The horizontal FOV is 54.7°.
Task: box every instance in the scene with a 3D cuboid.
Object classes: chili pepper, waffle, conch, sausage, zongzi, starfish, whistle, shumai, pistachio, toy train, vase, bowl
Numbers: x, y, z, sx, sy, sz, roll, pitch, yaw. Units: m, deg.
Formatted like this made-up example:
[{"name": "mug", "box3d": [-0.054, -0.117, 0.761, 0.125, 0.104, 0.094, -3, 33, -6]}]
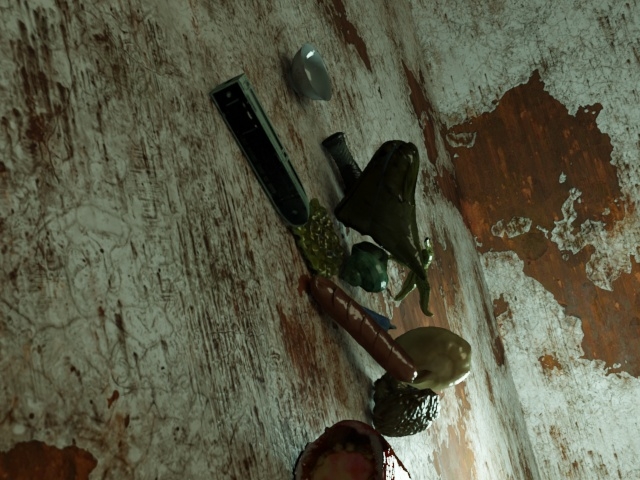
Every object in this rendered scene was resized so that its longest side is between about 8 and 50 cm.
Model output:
[{"name": "chili pepper", "box3d": [0.086, 0.563, 1.405, 0.305, 0.230, 0.251, 56, 25, -53]}, {"name": "waffle", "box3d": [0.003, -0.001, 1.736, 0.223, 0.054, 0.204, 64, 26, -15]}, {"name": "conch", "box3d": [0.139, 0.083, 1.889, 0.175, 0.122, 0.188, 57, 20, 14]}, {"name": "sausage", "box3d": [0.116, 0.240, 1.695, 0.433, 0.088, 0.087, 47, 32, -16]}, {"name": "zongzi", "box3d": [0.258, -0.096, 1.863, 0.360, 0.322, 0.160, 43, 30, 17]}, {"name": "starfish", "box3d": [0.303, 0.072, 2.057, 0.358, 0.078, 0.346, -135, -145, -66]}, {"name": "whistle", "box3d": [0.146, 0.240, 1.871, 0.304, 0.062, 0.062, 30, 48, -55]}, {"name": "shumai", "box3d": [0.233, 0.463, 1.796, 0.175, 0.206, 0.166, -118, -150, -53]}, {"name": "pistachio", "box3d": [0.330, 0.359, 1.916, 0.214, 0.318, 0.193, -25, 97, -27]}, {"name": "toy train", "box3d": [-0.134, -0.218, 1.565, 0.406, 0.087, 0.088, 62, 21, -23]}, {"name": "vase", "box3d": [0.093, -0.237, 2.027, 0.237, 0.116, 0.115, 60, 28, -18]}, {"name": "bowl", "box3d": [-0.044, -0.511, 1.930, 0.189, 0.086, 0.188, 40, 42, -49]}]

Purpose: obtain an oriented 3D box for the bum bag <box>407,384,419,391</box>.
[{"name": "bum bag", "box3d": [0.313, 0.501, 2.074, 0.058, 0.034, 0.124, 36, 42, -39]}]
